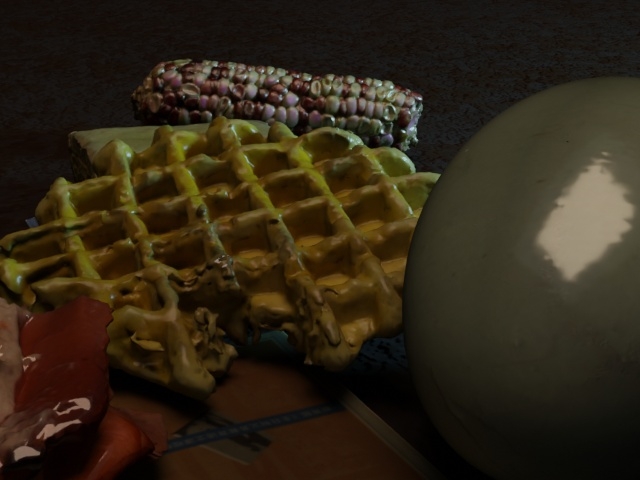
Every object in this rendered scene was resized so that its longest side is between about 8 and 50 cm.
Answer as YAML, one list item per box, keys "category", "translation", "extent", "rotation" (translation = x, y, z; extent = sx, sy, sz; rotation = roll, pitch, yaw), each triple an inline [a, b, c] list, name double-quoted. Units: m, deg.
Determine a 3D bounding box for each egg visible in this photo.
- category: "egg"
  translation: [0.134, 0.018, 0.491]
  extent: [0.182, 0.183, 0.264]
  rotation: [12, 30, 24]

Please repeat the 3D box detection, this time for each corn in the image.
- category: "corn"
  translation: [-0.042, -0.121, 0.961]
  extent: [0.280, 0.092, 0.092]
  rotation: [6, 22, 2]

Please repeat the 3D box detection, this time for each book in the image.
- category: "book"
  translation: [-0.037, 0.110, 0.464]
  extent: [0.170, 0.018, 0.241]
  rotation: [-10, 24, -28]

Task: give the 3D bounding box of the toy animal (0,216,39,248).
- category: "toy animal"
  translation: [-0.191, -0.002, 0.716]
  extent: [0.050, 0.028, 0.084]
  rotation: [10, 22, 41]

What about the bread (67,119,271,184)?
- category: "bread"
  translation: [-0.110, -0.058, 0.824]
  extent: [0.178, 0.060, 0.139]
  rotation: [-6, 24, -21]

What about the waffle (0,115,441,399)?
- category: "waffle"
  translation: [-0.055, -0.002, 0.600]
  extent: [0.261, 0.056, 0.250]
  rotation: [13, 38, 27]

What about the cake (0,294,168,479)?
- category: "cake"
  translation: [-0.212, 0.081, 0.400]
  extent: [0.287, 0.098, 0.135]
  rotation: [1, 34, 1]
